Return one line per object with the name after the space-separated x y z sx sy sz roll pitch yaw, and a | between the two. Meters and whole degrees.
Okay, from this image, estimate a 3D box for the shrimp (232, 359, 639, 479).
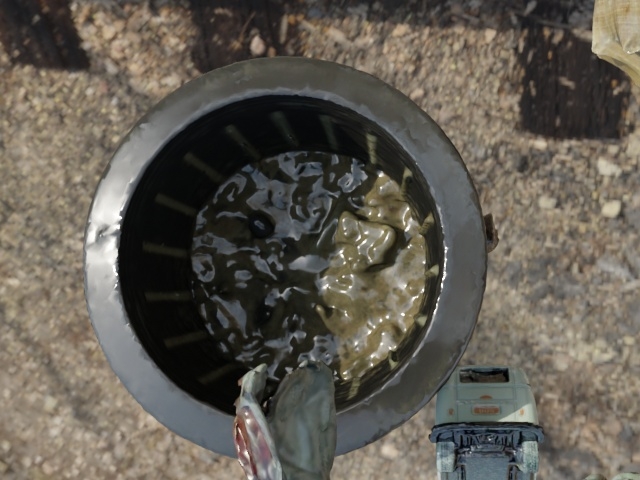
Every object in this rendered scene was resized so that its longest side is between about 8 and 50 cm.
0.152 0.141 0.467 0.411 0.221 0.165 -1 85 19 | shrimp

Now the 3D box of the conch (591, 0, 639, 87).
0.375 -0.239 1.048 0.186 0.263 0.324 -10 85 37 | conch

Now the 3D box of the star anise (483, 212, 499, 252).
0.195 -0.016 1.379 0.099 0.220 0.214 -6 141 10 | star anise

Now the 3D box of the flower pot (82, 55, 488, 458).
-0.006 0.021 0.864 0.294 0.330 0.293 -1 86 9 | flower pot

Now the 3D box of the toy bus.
0.136 0.184 0.829 0.087 0.089 0.193 -2 135 8 | toy bus
